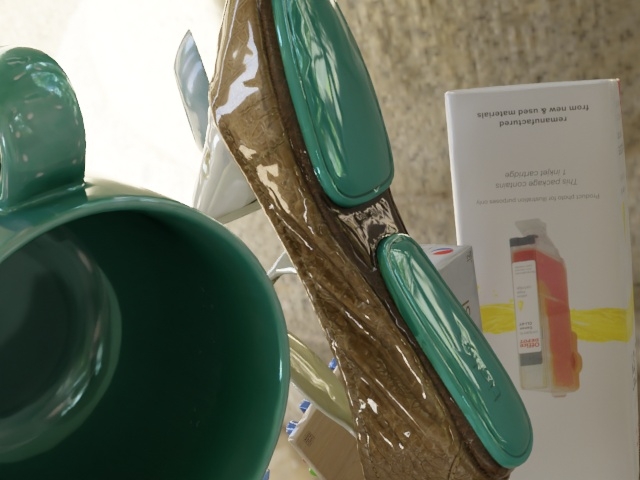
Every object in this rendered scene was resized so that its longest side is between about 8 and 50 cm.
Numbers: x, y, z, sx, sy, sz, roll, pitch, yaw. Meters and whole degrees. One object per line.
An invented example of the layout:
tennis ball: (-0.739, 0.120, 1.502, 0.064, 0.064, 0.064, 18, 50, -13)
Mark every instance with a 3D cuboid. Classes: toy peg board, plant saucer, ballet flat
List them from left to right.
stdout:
plant saucer: (-0.156, -0.173, 1.622, 0.037, 0.195, 0.195, -17, 42, -5)
ballet flat: (0.000, 0.000, 0.731, 0.124, 0.342, 0.116, -25, 2, 27)
toy peg board: (0.022, 0.237, 1.659, 0.079, 0.161, 0.161, 8, 54, 45)

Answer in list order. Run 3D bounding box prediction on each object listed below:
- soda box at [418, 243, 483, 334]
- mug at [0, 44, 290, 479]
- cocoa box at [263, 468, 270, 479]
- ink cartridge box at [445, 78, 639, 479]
soda box: (0.101, 0.115, 1.111, 0.069, 0.216, 0.074, 1, 19, 35)
mug: (-0.084, 0.027, 0.401, 0.097, 0.129, 0.158, 20, 91, 50)
cocoa box: (-0.202, 0.321, 0.970, 0.228, 0.231, 0.347, 14, 23, 9)
ink cartridge box: (0.237, 0.032, 1.297, 0.160, 0.385, 0.279, -3, 6, 14)
